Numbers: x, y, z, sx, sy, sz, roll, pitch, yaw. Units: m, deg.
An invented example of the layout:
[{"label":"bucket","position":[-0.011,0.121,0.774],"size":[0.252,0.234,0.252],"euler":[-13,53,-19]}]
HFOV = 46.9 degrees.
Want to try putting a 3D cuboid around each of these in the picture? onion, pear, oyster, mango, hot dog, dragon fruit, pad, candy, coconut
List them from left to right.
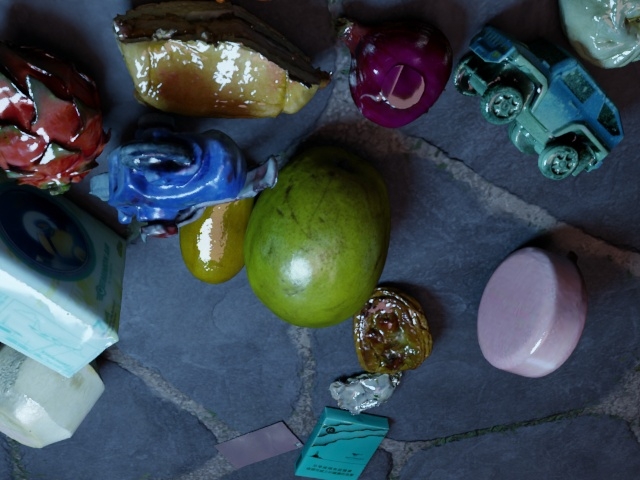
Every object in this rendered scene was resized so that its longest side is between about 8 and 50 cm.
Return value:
[{"label":"dragon fruit","position":[-0.427,-0.191,1.097],"size":[0.192,0.193,0.274],"euler":[8,133,26]},{"label":"coconut","position":[-0.542,0.269,1.436],"size":[0.241,0.241,0.241],"euler":[-3,128,-3]},{"label":"mango","position":[-0.179,-0.027,1.308],"size":[0.136,0.099,0.227],"euler":[14,117,-10]},{"label":"pad","position":[-0.149,0.492,1.772],"size":[0.188,0.006,0.113],"euler":[-23,128,14]},{"label":"pear","position":[0.000,0.000,1.256],"size":[0.253,0.253,0.307],"euler":[14,116,-16]},{"label":"oyster","position":[0.106,0.335,1.644],"size":[0.166,0.053,0.108],"euler":[-14,110,14]},{"label":"onion","position":[0.103,-0.264,1.125],"size":[0.198,0.135,0.173],"euler":[28,117,-22]},{"label":"hot dog","position":[0.146,0.194,1.512],"size":[0.160,0.099,0.227],"euler":[-17,125,7]},{"label":"candy","position":[0.397,0.128,1.395],"size":[0.094,0.255,0.255],"euler":[18,124,-18]}]

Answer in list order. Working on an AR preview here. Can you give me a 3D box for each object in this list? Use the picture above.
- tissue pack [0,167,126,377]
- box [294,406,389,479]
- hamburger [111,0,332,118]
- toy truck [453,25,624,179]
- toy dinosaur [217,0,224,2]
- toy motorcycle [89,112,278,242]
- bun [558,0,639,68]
[{"label":"tissue pack","position":[-0.507,0.007,1.183],"size":[0.162,0.287,0.388],"euler":[-40,122,16]},{"label":"box","position":[0.049,0.495,1.769],"size":[0.161,0.042,0.226],"euler":[13,126,-16]},{"label":"hamburger","position":[-0.159,-0.259,1.091],"size":[0.245,0.155,0.282],"euler":[-34,127,24]},{"label":"toy truck","position":[0.347,-0.223,1.174],"size":[0.279,0.155,0.156],"euler":[37,107,-28]},{"label":"toy dinosaur","position":[-0.182,-0.415,1.024],"size":[0.288,0.070,0.117],"euler":[19,113,-24]},{"label":"toy motorcycle","position":[-0.210,-0.114,1.117],"size":[0.241,0.319,0.182],"euler":[-29,98,-28]},{"label":"bun","position":[0.456,-0.353,1.102],"size":[0.195,0.118,0.195],"euler":[-1,126,-1]}]
